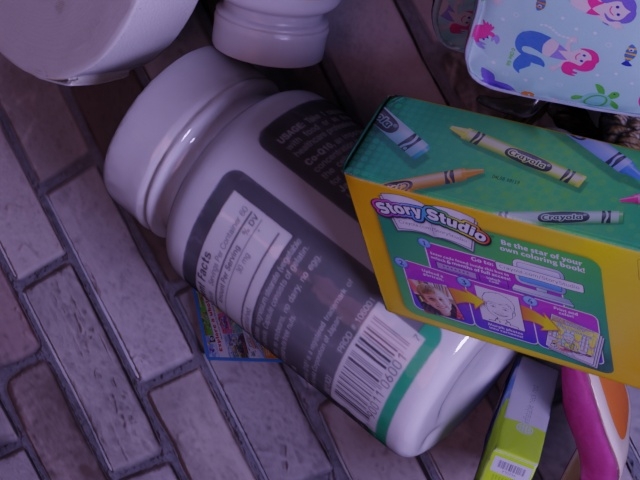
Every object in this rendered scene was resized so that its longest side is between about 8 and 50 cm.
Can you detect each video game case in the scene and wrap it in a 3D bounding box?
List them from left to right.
[{"bbox_3d":[-0.053,0.061,1.459,0.166,0.015,0.119,-2,106,34],"label":"video game case"}]

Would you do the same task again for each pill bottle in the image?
[{"bbox_3d":[-0.031,-0.260,1.269,0.119,0.119,0.208,22,117,26],"label":"pill bottle"},{"bbox_3d":[0.000,0.000,1.284,0.361,0.204,0.204,39,123,18],"label":"pill bottle"}]

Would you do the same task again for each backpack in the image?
[{"bbox_3d":[0.210,-0.195,0.963,0.253,0.191,0.225,10,137,-2],"label":"backpack"}]

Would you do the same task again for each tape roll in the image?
[{"bbox_3d":[-0.226,-0.336,1.337,0.392,0.072,0.392,16,112,46],"label":"tape roll"}]

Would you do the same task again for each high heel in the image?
[{"bbox_3d":[0.208,0.179,1.262,0.117,0.082,0.244,-7,127,26],"label":"high heel"}]

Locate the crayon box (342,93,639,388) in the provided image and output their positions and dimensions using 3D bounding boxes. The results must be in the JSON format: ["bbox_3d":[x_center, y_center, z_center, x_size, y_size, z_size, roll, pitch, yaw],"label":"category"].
[{"bbox_3d":[0.165,0.008,1.031,0.278,0.081,0.165,16,148,27],"label":"crayon box"}]

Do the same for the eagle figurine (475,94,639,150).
[{"bbox_3d":[0.263,-0.023,1.117,0.225,0.226,0.298,-32,81,17],"label":"eagle figurine"}]

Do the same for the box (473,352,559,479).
[{"bbox_3d":[0.159,0.178,1.267,0.042,0.178,0.109,21,118,6],"label":"box"}]
